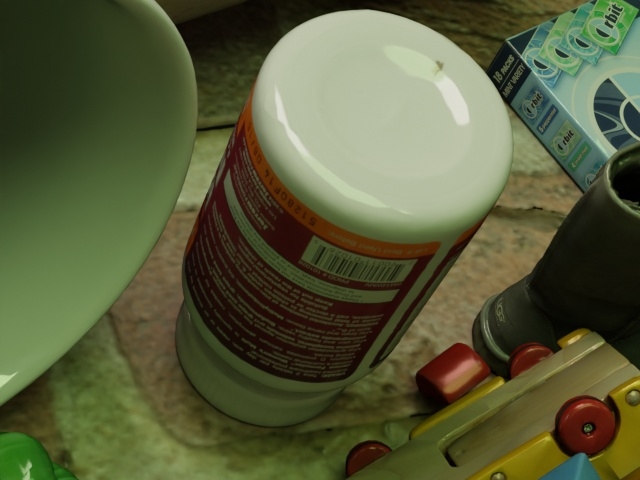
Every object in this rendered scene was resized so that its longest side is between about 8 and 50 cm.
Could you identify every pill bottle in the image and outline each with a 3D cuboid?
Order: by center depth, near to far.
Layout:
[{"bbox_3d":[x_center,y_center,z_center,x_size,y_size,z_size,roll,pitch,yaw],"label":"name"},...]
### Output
[{"bbox_3d":[0.000,0.000,0.756,0.121,0.221,0.121,10,56,-14],"label":"pill bottle"}]

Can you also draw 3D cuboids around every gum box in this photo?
[{"bbox_3d":[0.223,-0.078,1.002,0.157,0.041,0.184,-27,70,-32],"label":"gum box"}]

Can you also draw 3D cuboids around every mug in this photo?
[{"bbox_3d":[-0.226,-0.132,0.692,0.374,0.276,0.328,-45,64,1],"label":"mug"}]

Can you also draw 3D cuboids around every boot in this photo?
[{"bbox_3d":[0.192,0.017,0.823,0.189,0.208,0.076,0,59,-20],"label":"boot"}]

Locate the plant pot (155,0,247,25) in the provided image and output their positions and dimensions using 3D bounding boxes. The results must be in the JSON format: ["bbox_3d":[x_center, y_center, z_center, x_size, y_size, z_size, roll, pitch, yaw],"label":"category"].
[{"bbox_3d":[-0.035,-0.274,0.890,0.305,0.334,0.334,-30,72,-21],"label":"plant pot"}]

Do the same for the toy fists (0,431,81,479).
[{"bbox_3d":[-0.189,0.193,0.640,0.142,0.096,0.279,35,55,6],"label":"toy fists"}]

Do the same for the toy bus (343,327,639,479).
[{"bbox_3d":[0.091,0.135,0.770,0.191,0.202,0.104,-46,112,-43],"label":"toy bus"}]
